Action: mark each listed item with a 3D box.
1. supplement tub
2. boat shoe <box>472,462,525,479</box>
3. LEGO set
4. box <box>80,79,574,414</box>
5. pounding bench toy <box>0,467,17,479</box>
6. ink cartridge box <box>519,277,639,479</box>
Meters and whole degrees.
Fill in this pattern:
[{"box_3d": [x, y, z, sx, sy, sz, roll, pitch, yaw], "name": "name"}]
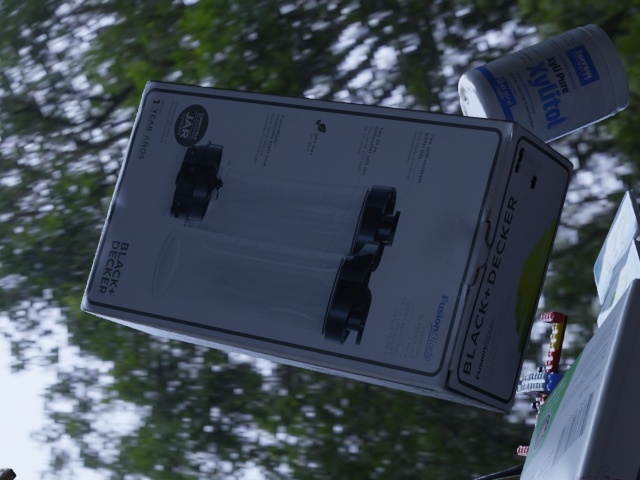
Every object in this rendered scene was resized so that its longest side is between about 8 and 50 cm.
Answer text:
[{"box_3d": [0.160, -0.107, 1.313, 0.107, 0.071, 0.071, -23, -83, -8], "name": "supplement tub"}, {"box_3d": [0.162, 0.172, 1.103, 0.285, 0.092, 0.103, -17, -86, -7], "name": "boat shoe"}, {"box_3d": [0.179, 0.104, 1.329, 0.060, 0.182, 0.244, 12, -55, -9], "name": "LEGO set"}, {"box_3d": [0.000, 0.000, 1.163, 0.087, 0.290, 0.169, 27, -105, -54], "name": "box"}, {"box_3d": [-0.192, 0.167, 0.970, 0.083, 0.052, 0.065, -49, -61, -37], "name": "pounding bench toy"}, {"box_3d": [0.131, 0.150, 0.807, 0.093, 0.154, 0.212, 22, -120, 0], "name": "ink cartridge box"}]
